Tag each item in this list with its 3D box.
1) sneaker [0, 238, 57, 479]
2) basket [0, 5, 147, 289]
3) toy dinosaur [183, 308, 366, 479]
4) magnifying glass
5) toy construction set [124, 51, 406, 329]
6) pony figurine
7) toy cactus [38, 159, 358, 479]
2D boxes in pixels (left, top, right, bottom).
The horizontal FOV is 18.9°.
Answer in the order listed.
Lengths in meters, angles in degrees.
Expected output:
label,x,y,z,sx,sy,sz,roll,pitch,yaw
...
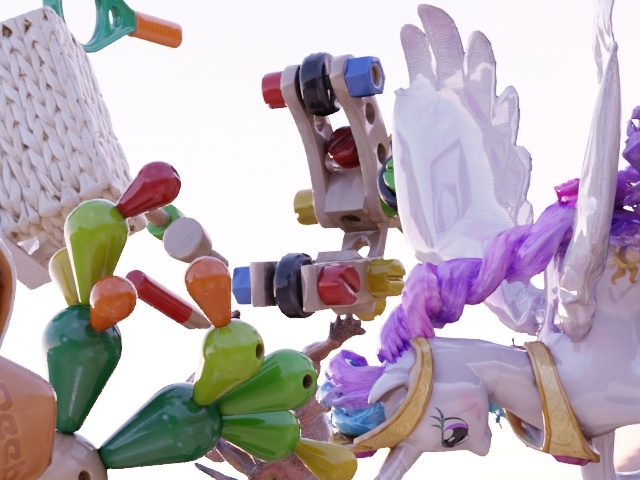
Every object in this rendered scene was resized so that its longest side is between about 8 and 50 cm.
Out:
label,x,y,z,sx,sy,sz,roll,pitch,yaw
sneaker,-0.182,0.019,0.676,0.123,0.290,0.106,-12,-56,-30
basket,-0.201,-0.068,1.369,0.103,0.167,0.113,-22,-21,4
toy dinosaur,-0.070,0.167,1.742,0.295,0.127,0.200,6,41,39
magnifying glass,-0.212,-0.228,1.977,0.026,0.092,0.231,-4,-5,29
toy construction set,0.000,0.000,1.774,0.308,0.257,0.237,-27,-31,14
pony figurine,0.178,0.021,1.252,0.363,0.351,0.303,9,-6,-20
toy cactus,-0.089,0.087,0.888,0.180,0.219,0.112,-26,24,-2
